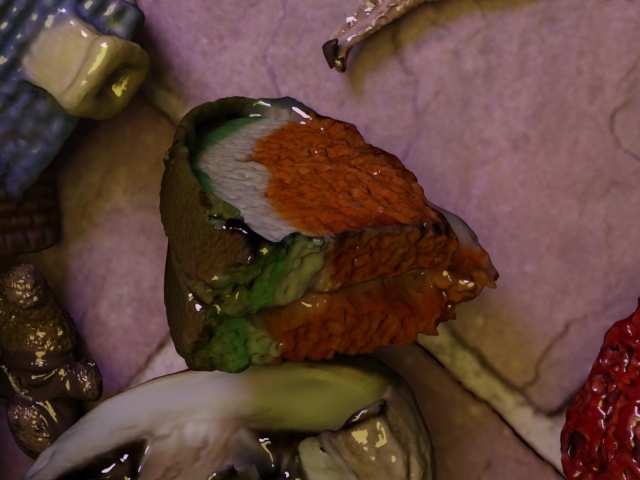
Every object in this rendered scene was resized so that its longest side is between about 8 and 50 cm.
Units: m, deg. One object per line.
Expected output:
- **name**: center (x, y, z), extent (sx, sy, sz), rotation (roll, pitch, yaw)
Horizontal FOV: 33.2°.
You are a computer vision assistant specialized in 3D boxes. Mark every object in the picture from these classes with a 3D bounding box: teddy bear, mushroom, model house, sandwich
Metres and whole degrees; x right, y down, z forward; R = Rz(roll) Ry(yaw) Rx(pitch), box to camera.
- **teddy bear**: center (-0.213, 0.084, 0.807), extent (0.119, 0.078, 0.160), rotation (2, 112, 30)
- **mushroom**: center (-0.052, 0.183, 0.718), extent (0.267, 0.189, 0.164), rotation (-20, 106, -1)
- **model house**: center (-0.283, -0.125, 0.731), extent (0.266, 0.261, 0.321), rotation (39, 101, 8)
- **sandwich**: center (-0.012, -0.006, 0.694), extent (0.212, 0.292, 0.109), rotation (5, 113, -25)

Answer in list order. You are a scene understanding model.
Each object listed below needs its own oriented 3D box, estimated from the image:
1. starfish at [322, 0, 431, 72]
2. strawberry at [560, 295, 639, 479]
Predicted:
- **starfish**: center (0.170, -0.269, 0.697), extent (0.384, 0.132, 0.397), rotation (-6, 101, 20)
- **strawberry**: center (0.287, 0.119, 0.617), extent (0.274, 0.220, 0.274), rotation (0, 91, 9)
